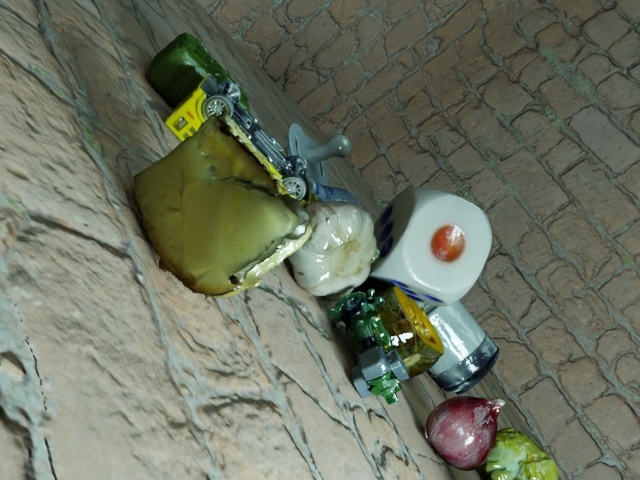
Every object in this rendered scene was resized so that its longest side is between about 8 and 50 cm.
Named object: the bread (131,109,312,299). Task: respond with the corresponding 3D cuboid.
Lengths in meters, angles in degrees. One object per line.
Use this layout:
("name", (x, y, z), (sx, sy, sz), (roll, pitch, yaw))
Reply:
("bread", (-0.135, -0.030, 0.861), (0.262, 0.204, 0.163), (56, -1, 32))

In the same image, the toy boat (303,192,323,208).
("toy boat", (-0.064, -0.103, 1.606), (0.115, 0.089, 0.310), (54, 11, 17))

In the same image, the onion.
("onion", (0.332, 0.415, 1.376), (0.159, 0.195, 0.159), (46, 5, -5))

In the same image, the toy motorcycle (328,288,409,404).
("toy motorcycle", (0.102, 0.210, 1.267), (0.187, 0.124, 0.275), (58, 8, -26))

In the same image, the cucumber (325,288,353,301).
("cucumber", (-0.011, 0.033, 1.457), (0.241, 0.074, 0.074), (57, 12, 25))

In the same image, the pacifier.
("pacifier", (-0.001, -0.286, 2.095), (0.287, 0.225, 0.238), (35, 40, -55))

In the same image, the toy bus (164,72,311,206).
("toy bus", (-0.163, -0.185, 1.304), (0.330, 0.152, 0.144), (47, 18, -20))

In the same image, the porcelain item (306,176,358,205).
("porcelain item", (0.024, -0.109, 1.890), (0.259, 0.141, 0.141), (27, 27, -50))

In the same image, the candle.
("candle", (0.370, 0.283, 1.885), (0.342, 0.221, 0.221), (50, 11, 1))

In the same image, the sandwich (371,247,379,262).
("sandwich", (0.088, 0.032, 1.528), (0.109, 0.185, 0.160), (50, 40, 3))

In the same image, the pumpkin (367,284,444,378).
("pumpkin", (0.191, 0.219, 1.565), (0.317, 0.139, 0.222), (32, 27, -55))

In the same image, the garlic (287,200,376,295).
("garlic", (0.000, 0.000, 1.342), (0.218, 0.219, 0.212), (44, -10, -38))

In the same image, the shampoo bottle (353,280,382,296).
("shampoo bottle", (0.118, 0.121, 1.716), (0.236, 0.068, 0.067), (43, 19, -35))

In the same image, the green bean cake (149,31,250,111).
("green bean cake", (-0.271, -0.351, 1.430), (0.248, 0.125, 0.222), (48, 12, -24))

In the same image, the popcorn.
("popcorn", (0.515, 0.602, 1.600), (0.204, 0.183, 0.221), (52, 8, -36))

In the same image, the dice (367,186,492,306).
("dice", (0.272, 0.021, 1.610), (0.243, 0.259, 0.251), (27, -13, -15))
